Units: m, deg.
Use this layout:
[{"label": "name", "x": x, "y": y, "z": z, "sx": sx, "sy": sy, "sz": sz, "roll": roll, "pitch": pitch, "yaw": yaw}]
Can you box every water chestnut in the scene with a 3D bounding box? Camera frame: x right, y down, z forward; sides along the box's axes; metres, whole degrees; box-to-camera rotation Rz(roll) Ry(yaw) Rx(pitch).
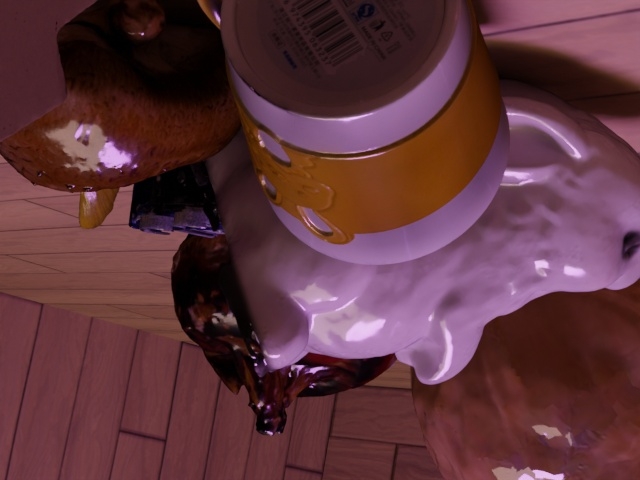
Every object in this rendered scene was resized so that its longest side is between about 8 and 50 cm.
[{"label": "water chestnut", "x": -0.044, "y": 0.087, "z": 1.607, "sx": 0.300, "sy": 0.300, "sz": 0.300, "roll": 9, "pitch": 169, "yaw": 2}]

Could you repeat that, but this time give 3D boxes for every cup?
[{"label": "cup", "x": 0.007, "y": -0.116, "z": 0.912, "sx": 0.241, "sy": 0.185, "sz": 0.226, "roll": 34, "pitch": 170, "yaw": 18}]

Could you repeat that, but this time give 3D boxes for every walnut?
[{"label": "walnut", "x": 0.276, "y": 0.161, "z": 1.451, "sx": 0.383, "sy": 0.384, "sz": 0.383, "roll": 9, "pitch": 169, "yaw": 2}]

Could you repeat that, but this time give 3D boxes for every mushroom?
[{"label": "mushroom", "x": -0.161, "y": -0.106, "z": 1.033, "sx": 0.231, "sy": 0.138, "sz": 0.194, "roll": -8, "pitch": -178, "yaw": -39}]

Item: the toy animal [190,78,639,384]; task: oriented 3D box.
[{"label": "toy animal", "x": 0.090, "y": -0.019, "z": 1.096, "sx": 0.357, "sy": 0.258, "sz": 0.194, "roll": -19, "pitch": -175, "yaw": 1}]

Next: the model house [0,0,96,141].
[{"label": "model house", "x": -0.274, "y": -0.181, "z": 0.880, "sx": 0.248, "sy": 0.176, "sz": 0.181, "roll": 26, "pitch": 137, "yaw": 34}]

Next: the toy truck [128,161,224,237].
[{"label": "toy truck", "x": -0.050, "y": -0.058, "z": 1.326, "sx": 0.268, "sy": 0.124, "sz": 0.155, "roll": 2, "pitch": 174, "yaw": 41}]

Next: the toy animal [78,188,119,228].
[{"label": "toy animal", "x": -0.200, "y": -0.107, "z": 1.236, "sx": 0.155, "sy": 0.095, "sz": 0.219, "roll": 18, "pitch": 128, "yaw": -35}]
